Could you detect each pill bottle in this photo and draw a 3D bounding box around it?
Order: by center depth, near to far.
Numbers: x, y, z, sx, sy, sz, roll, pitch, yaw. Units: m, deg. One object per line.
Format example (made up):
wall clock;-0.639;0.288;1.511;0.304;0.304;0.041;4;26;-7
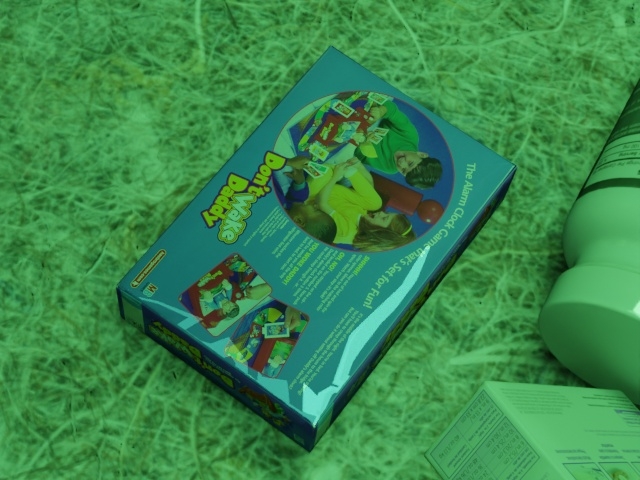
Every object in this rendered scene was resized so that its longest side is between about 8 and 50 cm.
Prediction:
pill bottle;0.360;-0.031;1.345;0.210;0.210;0.363;28;65;9

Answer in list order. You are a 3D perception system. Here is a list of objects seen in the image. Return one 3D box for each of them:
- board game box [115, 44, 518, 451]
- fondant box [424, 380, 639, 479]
board game box;0.000;0.000;1.373;0.233;0.078;0.347;35;66;12
fondant box;0.268;0.264;1.141;0.238;0.096;0.330;10;32;-49
